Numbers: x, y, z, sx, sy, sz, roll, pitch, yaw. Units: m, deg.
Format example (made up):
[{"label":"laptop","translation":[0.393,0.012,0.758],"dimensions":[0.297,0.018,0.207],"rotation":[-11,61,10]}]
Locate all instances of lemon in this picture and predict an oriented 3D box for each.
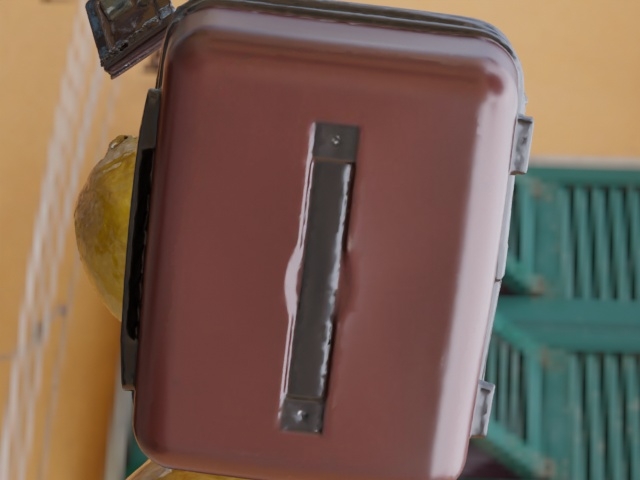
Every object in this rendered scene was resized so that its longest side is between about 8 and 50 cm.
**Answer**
[{"label":"lemon","translation":[-0.142,-0.002,1.803],"dimensions":[0.256,0.188,0.188],"rotation":[58,-16,29]}]

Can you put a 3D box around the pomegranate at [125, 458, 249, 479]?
[{"label":"pomegranate","translation":[-0.027,0.355,1.657],"dimensions":[0.416,0.417,0.416],"rotation":[2,90,-88]}]

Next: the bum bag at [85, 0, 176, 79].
[{"label":"bum bag","translation":[-0.220,-0.262,2.178],"dimensions":[0.026,0.109,0.159],"rotation":[49,13,-40]}]

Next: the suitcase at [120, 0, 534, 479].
[{"label":"suitcase","translation":[0.000,0.000,1.154],"dimensions":[0.161,0.236,0.297],"rotation":[-84,180,-72]}]
